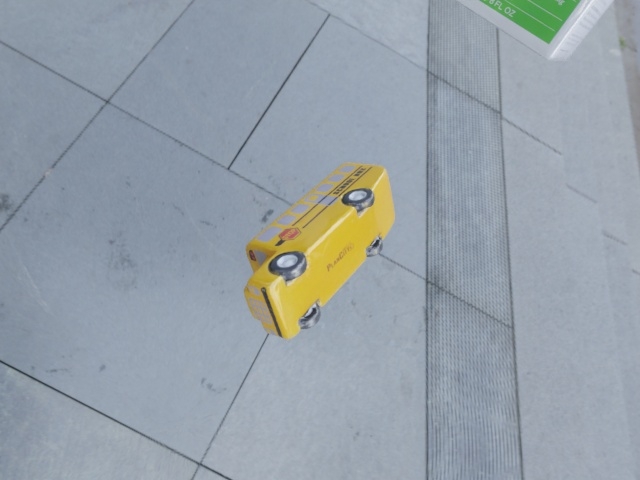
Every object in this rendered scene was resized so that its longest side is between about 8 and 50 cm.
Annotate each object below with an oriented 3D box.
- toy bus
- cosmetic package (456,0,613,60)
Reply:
[{"bbox_3d":[0.000,0.000,0.800,0.130,0.108,0.333,14,42,36],"label":"toy bus"},{"bbox_3d":[0.350,-0.443,0.649,0.197,0.365,0.155,41,34,17],"label":"cosmetic package"}]
